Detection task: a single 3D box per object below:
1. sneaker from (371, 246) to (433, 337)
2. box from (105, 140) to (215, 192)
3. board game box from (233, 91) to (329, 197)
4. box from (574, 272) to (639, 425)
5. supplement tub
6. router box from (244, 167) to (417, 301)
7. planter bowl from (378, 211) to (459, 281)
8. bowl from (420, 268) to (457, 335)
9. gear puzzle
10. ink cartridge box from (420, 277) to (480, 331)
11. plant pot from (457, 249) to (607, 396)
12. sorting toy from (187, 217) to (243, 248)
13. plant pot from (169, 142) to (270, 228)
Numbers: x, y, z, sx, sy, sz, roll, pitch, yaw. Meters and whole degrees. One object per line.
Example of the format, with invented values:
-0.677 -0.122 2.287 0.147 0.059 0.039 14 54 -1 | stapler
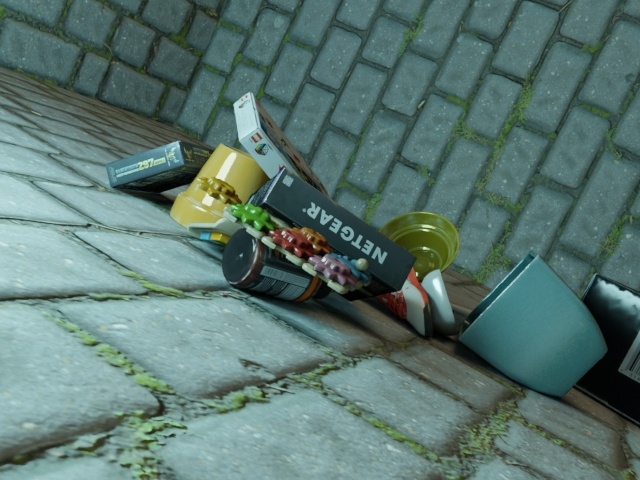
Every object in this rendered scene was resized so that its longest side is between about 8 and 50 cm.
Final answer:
0.154 0.124 1.634 0.145 0.090 0.270 -10 42 -5 | sneaker
-0.344 -0.163 1.647 0.183 0.059 0.232 -15 -2 15 | box
-0.071 -0.156 1.556 0.305 0.053 0.193 51 12 -31 | board game box
0.930 0.344 1.876 0.480 0.297 0.471 31 7 41 | box
-0.067 0.048 1.272 0.198 0.106 0.106 19 9 -40 | supplement tub
0.000 0.000 1.428 0.309 0.081 0.243 34 -19 -13 | router box
0.242 0.037 1.813 0.217 0.217 0.090 30 -23 35 | planter bowl
0.267 0.147 1.659 0.053 0.142 0.142 -16 -22 7 | bowl
-0.064 -0.024 1.213 0.339 0.044 0.175 33 12 16 | gear puzzle
0.300 0.156 1.928 0.324 0.071 0.330 20 7 -19 | ink cartridge box
0.483 0.199 1.613 0.252 0.248 0.247 43 9 9 | plant pot
-0.144 0.010 1.398 0.193 0.038 0.208 23 -13 -24 | sorting toy
-0.197 -0.101 1.587 0.205 0.188 0.205 25 7 -3 | plant pot
